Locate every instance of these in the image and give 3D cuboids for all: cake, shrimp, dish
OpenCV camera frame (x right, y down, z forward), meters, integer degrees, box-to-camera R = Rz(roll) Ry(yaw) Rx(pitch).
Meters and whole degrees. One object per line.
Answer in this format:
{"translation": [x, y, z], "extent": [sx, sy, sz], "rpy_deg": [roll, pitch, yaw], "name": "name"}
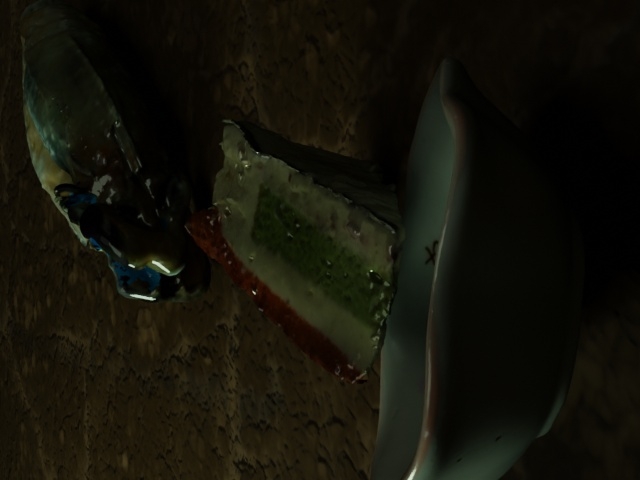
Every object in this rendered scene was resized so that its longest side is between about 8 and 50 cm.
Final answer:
{"translation": [-0.019, -0.005, 0.683], "extent": [0.220, 0.117, 0.086], "rpy_deg": [-81, 5, -75], "name": "cake"}
{"translation": [-0.211, -0.073, 1.145], "extent": [0.445, 0.110, 0.221], "rpy_deg": [-129, 38, -53], "name": "shrimp"}
{"translation": [0.077, 0.032, 0.586], "extent": [0.229, 0.081, 0.229], "rpy_deg": [-171, 90, -89], "name": "dish"}
